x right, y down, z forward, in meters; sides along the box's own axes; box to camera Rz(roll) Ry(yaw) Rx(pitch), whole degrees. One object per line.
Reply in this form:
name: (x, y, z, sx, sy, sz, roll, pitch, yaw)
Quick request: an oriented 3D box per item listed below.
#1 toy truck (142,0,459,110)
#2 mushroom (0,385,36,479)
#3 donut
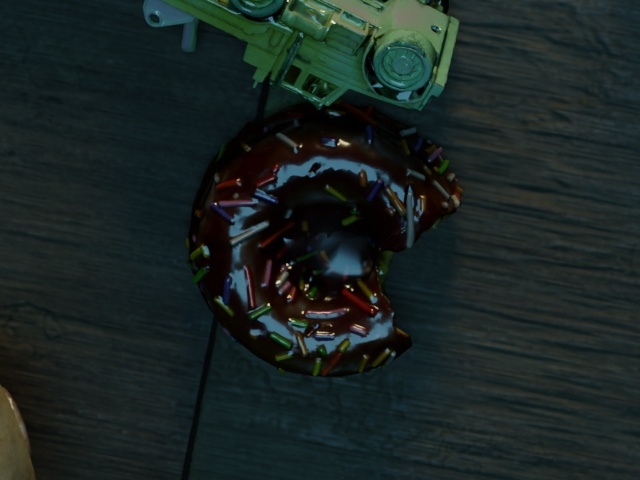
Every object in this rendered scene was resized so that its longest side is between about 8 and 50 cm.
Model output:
toy truck: (-0.024, -0.178, 1.423, 0.259, 0.128, 0.135, 22, 130, -4)
mushroom: (-0.332, 0.171, 1.477, 0.184, 0.255, 0.255, -16, 108, -38)
donut: (-0.001, 0.001, 1.463, 0.216, 0.096, 0.230, 31, 104, -5)
